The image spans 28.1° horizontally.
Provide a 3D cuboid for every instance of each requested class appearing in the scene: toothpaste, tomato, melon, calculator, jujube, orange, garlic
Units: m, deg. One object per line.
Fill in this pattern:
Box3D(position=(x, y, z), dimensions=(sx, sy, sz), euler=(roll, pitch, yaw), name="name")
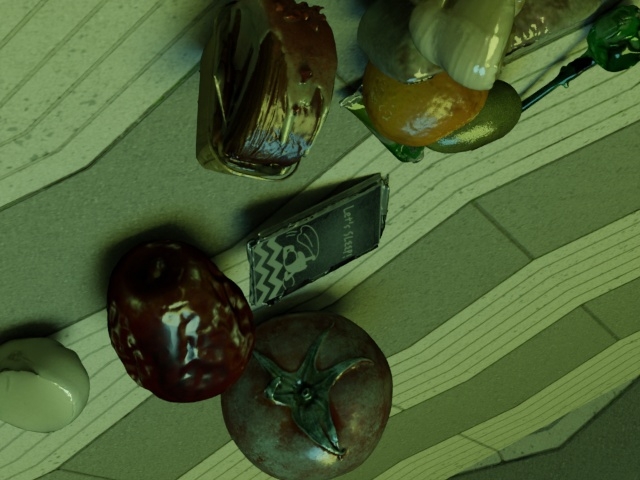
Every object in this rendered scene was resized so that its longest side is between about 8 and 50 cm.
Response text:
Box3D(position=(0.103, -0.172, 1.881), dimensions=(0.078, 0.047, 0.248), euler=(-35, 150, 9), name="toothpaste")
Box3D(position=(-0.026, 0.281, 2.319), dimensions=(0.317, 0.316, 0.282), euler=(-24, 169, -1), name="tomato")
Box3D(position=(0.220, -0.182, 1.898), dimensions=(0.162, 0.099, 0.099), euler=(-23, 154, -4), name="melon")
Box3D(position=(0.000, 0.000, 2.039), dimensions=(0.274, 0.028, 0.165), euler=(-26, 140, -28), name="calculator")
Box3D(position=(-0.219, 0.127, 1.997), dimensions=(0.223, 0.223, 0.318), euler=(-22, 146, -4), name="jujube")
Box3D(position=(0.140, -0.207, 1.710), dimensions=(0.178, 0.155, 0.177), euler=(-22, -172, 3), name="orange")
Box3D(position=(0.176, -0.325, 1.429), dimensions=(0.281, 0.185, 0.203), euler=(-58, 172, -13), name="garlic")

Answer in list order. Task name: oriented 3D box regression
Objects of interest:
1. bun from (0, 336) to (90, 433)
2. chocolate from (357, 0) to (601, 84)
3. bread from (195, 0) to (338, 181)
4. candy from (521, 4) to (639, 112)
Box3D(position=(-0.450, 0.219, 2.045), dimensions=(0.173, 0.120, 0.172), euler=(5, 133, 6), name="bun")
Box3D(position=(0.192, -0.300, 1.595), dimensions=(0.303, 0.185, 0.100), euler=(-24, 127, -9), name="chocolate")
Box3D(position=(-0.073, -0.184, 1.499), dimensions=(0.142, 0.224, 0.212), euler=(10, 160, -27), name="bread")
Box3D(position=(0.370, -0.248, 1.949), dimensions=(0.097, 0.097, 0.323), euler=(4, 151, -44), name="candy")
